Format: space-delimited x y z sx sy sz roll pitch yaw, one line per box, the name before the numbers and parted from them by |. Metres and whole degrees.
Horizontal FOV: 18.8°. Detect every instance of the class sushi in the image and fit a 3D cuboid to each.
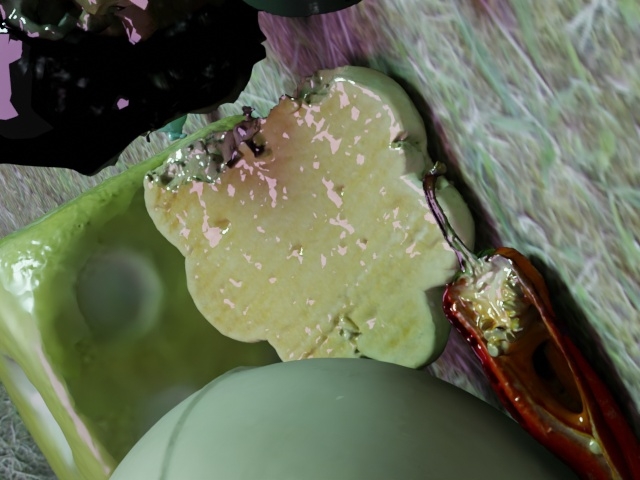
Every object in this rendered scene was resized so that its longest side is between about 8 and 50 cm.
sushi | -0.146 -0.178 1.107 0.238 0.225 0.218 21 143 12

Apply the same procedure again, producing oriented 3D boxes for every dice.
dice | -0.097 0.063 1.351 0.238 0.233 0.227 61 164 -6

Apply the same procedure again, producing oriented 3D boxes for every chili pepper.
chili pepper | 0.126 0.076 1.025 0.268 0.059 0.050 56 -154 0

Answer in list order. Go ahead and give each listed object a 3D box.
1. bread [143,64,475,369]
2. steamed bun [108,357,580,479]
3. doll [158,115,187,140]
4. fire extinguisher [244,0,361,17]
bread | 0.000 0.000 1.145 0.251 0.039 0.182 -23 101 50
steamed bun | 0.034 0.240 1.079 0.374 0.334 0.334 41 171 -19
doll | -0.147 -0.148 1.442 0.159 0.059 0.158 66 164 -18
fire extinguisher | -0.006 -0.221 0.809 0.114 0.095 0.311 9 150 10
